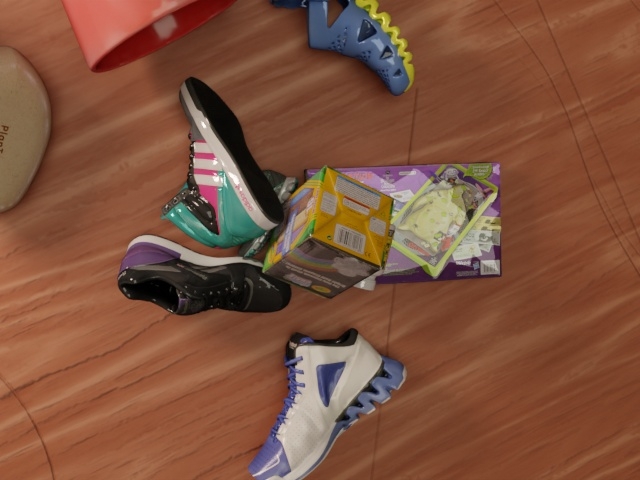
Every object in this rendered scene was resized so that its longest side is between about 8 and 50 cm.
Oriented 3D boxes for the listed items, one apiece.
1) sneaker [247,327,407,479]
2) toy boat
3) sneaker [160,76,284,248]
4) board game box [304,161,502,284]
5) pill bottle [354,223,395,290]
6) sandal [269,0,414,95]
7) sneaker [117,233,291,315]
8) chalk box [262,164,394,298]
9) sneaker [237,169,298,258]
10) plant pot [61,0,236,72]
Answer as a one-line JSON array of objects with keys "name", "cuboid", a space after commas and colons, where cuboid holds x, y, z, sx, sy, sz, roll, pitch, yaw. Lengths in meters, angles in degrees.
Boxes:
[{"name": "sneaker", "cuboid": [-0.023, 0.262, 1.380, 0.315, 0.127, 0.182, -41, 96, -11]}, {"name": "toy boat", "cuboid": [-0.569, -0.189, 1.208, 0.318, 0.148, 0.267, 18, 96, -44]}, {"name": "sneaker", "cuboid": [-0.196, -0.106, 1.315, 0.178, 0.124, 0.295, -35, 71, 21]}, {"name": "board game box", "cuboid": [0.148, -0.030, 1.413, 0.347, 0.056, 0.208, -2, 99, -9]}, {"name": "pill bottle", "cuboid": [0.082, 0.022, 1.351, 0.065, 0.065, 0.116, 14, 93, -10]}, {"name": "sandal", "cuboid": [0.032, -0.361, 1.333, 0.138, 0.126, 0.317, -40, 92, -1]}, {"name": "sneaker", "cuboid": [-0.190, 0.088, 1.313, 0.283, 0.124, 0.107, 13, 123, -6]}, {"name": "chalk box", "cuboid": [0.000, 0.000, 1.278, 0.132, 0.213, 0.132, 24, 60, -21]}, {"name": "sneaker", "cuboid": [-0.105, -0.047, 1.369, 0.076, 0.065, 0.166, 29, 86, 6]}, {"name": "plant pot", "cuboid": [-0.281, -0.419, 1.187, 0.275, 0.275, 0.243, -29, 100, -6]}]
